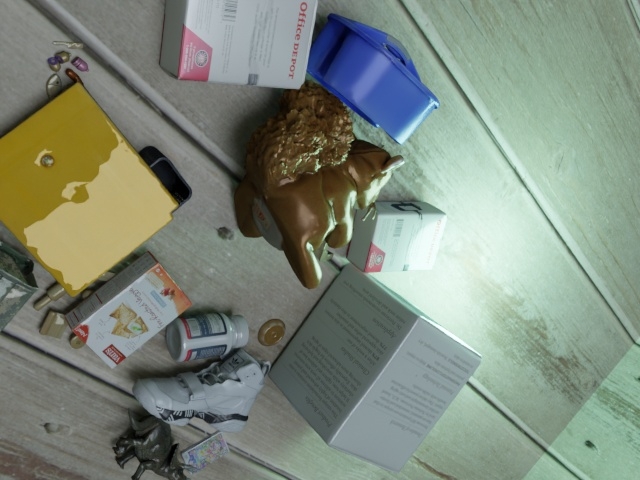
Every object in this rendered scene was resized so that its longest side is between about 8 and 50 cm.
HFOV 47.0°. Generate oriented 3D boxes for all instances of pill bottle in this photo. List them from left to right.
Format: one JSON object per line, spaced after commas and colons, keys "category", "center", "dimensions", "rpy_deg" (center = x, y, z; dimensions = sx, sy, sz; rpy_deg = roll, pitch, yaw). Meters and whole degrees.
{"category": "pill bottle", "center": [-0.273, 0.231, 1.791], "dimensions": [0.180, 0.108, 0.107], "rpy_deg": [-3, 115, -33]}

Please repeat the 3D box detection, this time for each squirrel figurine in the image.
{"category": "squirrel figurine", "center": [0.011, -0.161, 1.679], "dimensions": [0.370, 0.281, 0.396], "rpy_deg": [-30, 130, -26]}

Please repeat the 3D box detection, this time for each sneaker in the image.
{"category": "sneaker", "center": [-0.283, 0.348, 1.833], "dimensions": [0.366, 0.137, 0.210], "rpy_deg": [28, 96, -45]}

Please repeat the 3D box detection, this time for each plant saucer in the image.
{"category": "plant saucer", "center": [-0.127, 0.248, 1.960], "dimensions": [0.083, 0.015, 0.083], "rpy_deg": [-16, 122, -27]}

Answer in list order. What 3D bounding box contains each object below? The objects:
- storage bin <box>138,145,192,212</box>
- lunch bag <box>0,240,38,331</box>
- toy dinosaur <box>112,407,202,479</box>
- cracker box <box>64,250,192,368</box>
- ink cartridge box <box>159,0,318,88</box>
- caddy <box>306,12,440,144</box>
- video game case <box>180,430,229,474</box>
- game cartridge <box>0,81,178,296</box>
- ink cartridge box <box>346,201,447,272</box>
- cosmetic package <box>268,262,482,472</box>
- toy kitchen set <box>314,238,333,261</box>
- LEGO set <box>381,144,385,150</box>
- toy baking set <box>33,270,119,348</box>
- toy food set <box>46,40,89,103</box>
{"category": "storage bin", "center": [-0.381, -0.098, 1.560], "dimensions": [0.180, 0.084, 0.122], "rpy_deg": [-41, 130, -11]}
{"category": "lunch bag", "center": [-0.719, 0.074, 1.371], "dimensions": [0.235, 0.169, 0.287], "rpy_deg": [-48, 123, 1]}
{"category": "toy dinosaur", "center": [-0.430, 0.504, 1.845], "dimensions": [0.160, 0.121, 0.313], "rpy_deg": [-32, 124, -32]}
{"category": "cracker box", "center": [-0.424, 0.156, 1.641], "dimensions": [0.232, 0.067, 0.155], "rpy_deg": [-39, 133, -10]}
{"category": "ink cartridge box", "center": [-0.167, -0.429, 1.506], "dimensions": [0.283, 0.117, 0.207], "rpy_deg": [-3, 115, -33]}
{"category": "caddy", "center": [0.123, -0.373, 1.657], "dimensions": [0.341, 0.241, 0.179], "rpy_deg": [32, 100, -41]}
{"category": "video game case", "center": [-0.313, 0.578, 2.010], "dimensions": [0.122, 0.011, 0.087], "rpy_deg": [-27, 126, -20]}
{"category": "game cartridge", "center": [-0.479, -0.096, 1.439], "dimensions": [0.285, 0.053, 0.323], "rpy_deg": [-38, 111, -6]}
{"category": "ink cartridge box", "center": [0.206, -0.012, 1.992], "dimensions": [0.237, 0.100, 0.171], "rpy_deg": [-2, 115, -33]}
{"category": "cosmetic package", "center": [0.143, 0.340, 1.985], "dimensions": [0.327, 0.329, 0.393], "rpy_deg": [34, 94, -41]}
{"category": "toy kitchen set", "center": [0.000, 0.000, 1.902], "dimensions": [0.075, 0.068, 0.083], "rpy_deg": [-8, 122, -63]}
{"category": "LEGO set", "center": [0.135, -0.214, 1.893], "dimensions": [0.083, 0.023, 0.054], "rpy_deg": [-29, 130, -35]}
{"category": "toy baking set", "center": [-0.502, 0.134, 1.639], "dimensions": [0.256, 0.030, 0.196], "rpy_deg": [-42, 133, -8]}
{"category": "toy food set", "center": [-0.484, -0.317, 1.414], "dimensions": [0.078, 0.019, 0.122], "rpy_deg": [-5, 116, -32]}
